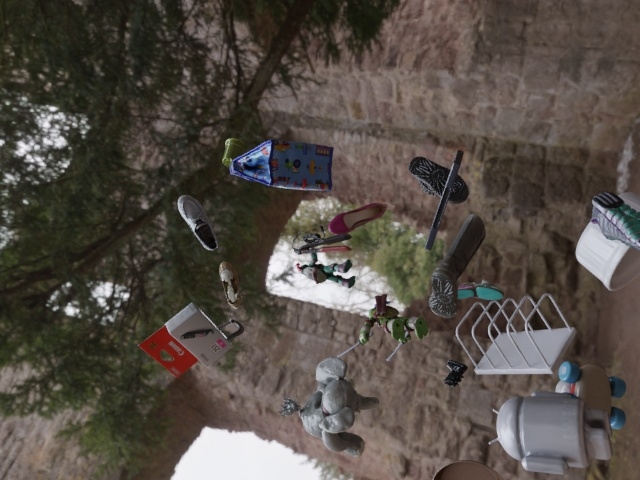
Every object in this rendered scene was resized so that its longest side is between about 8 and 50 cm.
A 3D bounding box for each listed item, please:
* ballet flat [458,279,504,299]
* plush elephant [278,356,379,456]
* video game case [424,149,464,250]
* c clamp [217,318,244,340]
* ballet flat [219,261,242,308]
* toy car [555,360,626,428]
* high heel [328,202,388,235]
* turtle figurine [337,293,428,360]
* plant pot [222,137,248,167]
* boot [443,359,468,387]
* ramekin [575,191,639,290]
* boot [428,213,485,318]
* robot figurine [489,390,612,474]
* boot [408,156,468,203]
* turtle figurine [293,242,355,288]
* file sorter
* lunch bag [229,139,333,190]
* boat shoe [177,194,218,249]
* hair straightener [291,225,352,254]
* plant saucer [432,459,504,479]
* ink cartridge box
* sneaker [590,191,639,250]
[{"bbox_3d":[0.637,0.199,2.235,0.077,0.221,0.079,69,-150,-30],"label":"ballet flat"},{"bbox_3d":[0.064,0.541,1.804,0.329,0.255,0.272,20,-128,-30],"label":"plush elephant"},{"bbox_3d":[0.378,-0.126,1.667,0.196,0.026,0.274,-50,-25,-64],"label":"video game case"},{"bbox_3d":[-0.413,0.378,2.333,0.160,0.137,0.022,-20,-46,-30],"label":"c clamp"},{"bbox_3d":[-0.376,0.183,2.289,0.067,0.073,0.206,64,-175,-82],"label":"ballet flat"},{"bbox_3d":[0.924,0.568,1.971,0.238,0.219,0.210,116,170,-64],"label":"toy car"},{"bbox_3d":[0.142,-0.085,2.038,0.244,0.117,0.082,-15,-99,-38],"label":"high heel"},{"bbox_3d":[0.241,0.334,1.897,0.275,0.197,0.266,-61,17,-15],"label":"turtle figurine"},{"bbox_3d":[-0.298,-0.292,1.873,0.083,0.083,0.079,72,-151,-54],"label":"plant pot"},{"bbox_3d":[0.524,0.531,2.179,0.045,0.121,0.099,48,-110,-16],"label":"boot"},{"bbox_3d":[0.867,-0.004,1.564,0.277,0.135,0.277,-23,-44,-23],"label":"ramekin"},{"bbox_3d":[0.338,0.064,1.345,0.209,0.076,0.190,-55,-27,-37],"label":"boot"},{"bbox_3d":[0.710,0.591,1.710,0.300,0.353,0.200,-53,-52,-50],"label":"robot figurine"},{"bbox_3d":[0.594,-0.259,2.636,0.131,0.348,0.260,-47,-33,4],"label":"boot"},{"bbox_3d":[0.006,0.102,1.963,0.118,0.234,0.175,-63,-34,-23],"label":"turtle figurine"},{"bbox_3d":[0.598,0.287,1.702,0.193,0.277,0.173,-41,-77,-35],"label":"file sorter"},{"bbox_3d":[-0.133,-0.228,1.712,0.220,0.293,0.138,1,-87,-34],"label":"lunch bag"},{"bbox_3d":[-0.436,-0.063,1.983,0.079,0.081,0.228,-34,-69,-14],"label":"boat shoe"},{"bbox_3d":[0.000,0.000,1.750,0.047,0.230,0.089,25,-116,-48],"label":"hair straightener"},{"bbox_3d":[0.400,0.661,1.467,0.036,0.198,0.199,-50,-34,-65],"label":"plant saucer"},{"bbox_3d":[-0.481,0.381,1.983,0.239,0.060,0.275,-39,-42,-10],"label":"ink cartridge box"},{"bbox_3d":[0.744,-0.020,1.327,0.224,0.083,0.098,-112,9,-47],"label":"sneaker"}]
